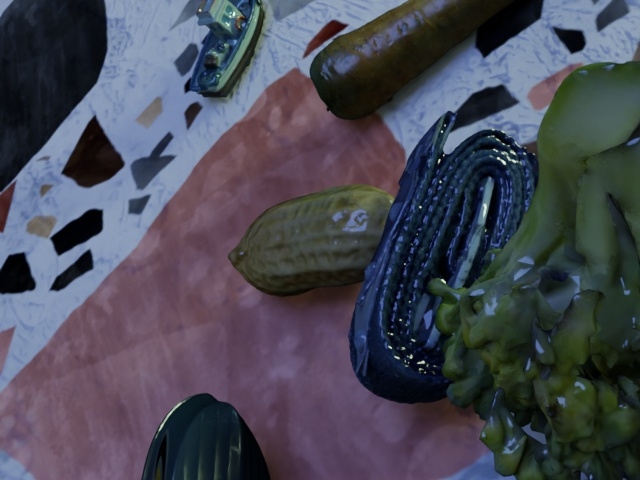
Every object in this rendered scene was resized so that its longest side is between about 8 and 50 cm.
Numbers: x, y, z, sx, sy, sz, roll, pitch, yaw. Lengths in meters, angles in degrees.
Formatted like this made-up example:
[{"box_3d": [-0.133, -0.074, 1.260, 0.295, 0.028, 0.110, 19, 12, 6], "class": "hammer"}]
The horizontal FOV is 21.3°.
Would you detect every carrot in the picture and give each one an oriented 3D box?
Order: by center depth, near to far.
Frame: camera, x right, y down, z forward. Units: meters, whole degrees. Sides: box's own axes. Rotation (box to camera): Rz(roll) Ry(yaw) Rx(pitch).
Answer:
[{"box_3d": [0.124, -0.208, 1.538, 0.298, 0.078, 0.078, -31, 44, 9], "class": "carrot"}]

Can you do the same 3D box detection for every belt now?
[{"box_3d": [0.097, 0.027, 1.332, 0.128, 0.122, 0.218, 126, 167, -67], "class": "belt"}]

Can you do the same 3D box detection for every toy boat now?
[{"box_3d": [-0.096, 0.247, 1.328, 0.122, 0.114, 0.296, -40, 37, 38], "class": "toy boat"}, {"box_3d": [-0.099, -0.211, 1.717, 0.059, 0.066, 0.140, 1, 59, 44], "class": "toy boat"}]

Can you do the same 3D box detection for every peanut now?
[{"box_3d": [0.000, 0.000, 1.454, 0.194, 0.083, 0.093, -11, 15, 46], "class": "peanut"}]

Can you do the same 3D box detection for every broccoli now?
[{"box_3d": [0.235, 0.024, 1.142, 0.334, 0.272, 0.324, 30, 100, 51], "class": "broccoli"}]
